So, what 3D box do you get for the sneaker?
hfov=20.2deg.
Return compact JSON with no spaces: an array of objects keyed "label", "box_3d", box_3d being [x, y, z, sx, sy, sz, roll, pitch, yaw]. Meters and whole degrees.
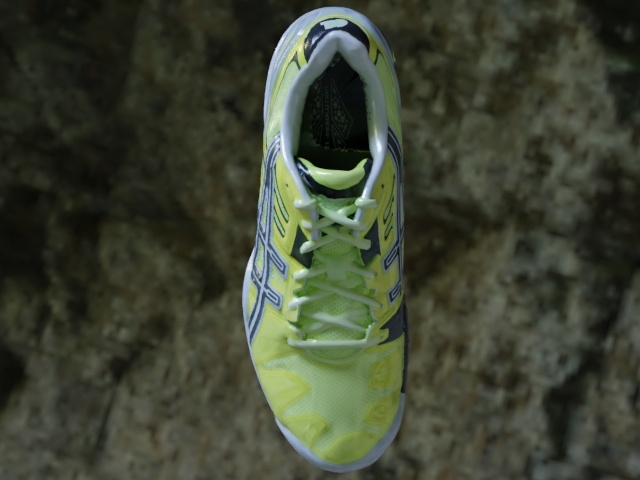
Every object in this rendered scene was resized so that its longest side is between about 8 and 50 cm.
[{"label":"sneaker","box_3d":[0.000,0.000,1.465,0.145,0.384,0.147,-4,1,2]}]
